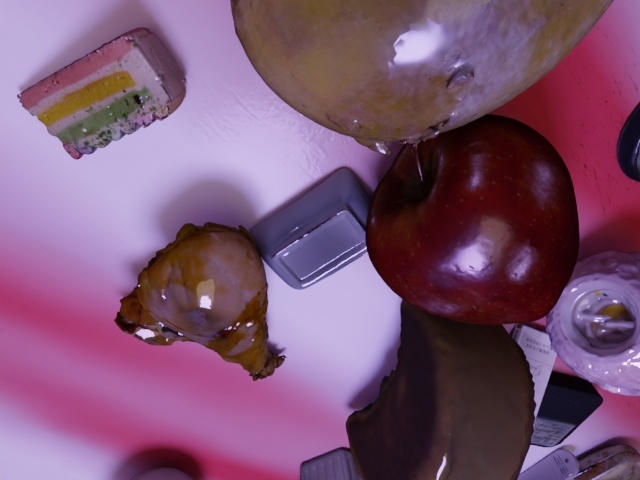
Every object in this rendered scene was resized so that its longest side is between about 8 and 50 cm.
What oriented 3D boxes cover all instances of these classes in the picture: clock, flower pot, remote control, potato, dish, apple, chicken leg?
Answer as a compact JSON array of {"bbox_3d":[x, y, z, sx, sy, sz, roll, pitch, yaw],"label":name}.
[{"bbox_3d":[0.593,-0.173,0.716,0.184,0.040,0.185,-3,121,-5],"label":"clock"},{"bbox_3d":[0.060,0.664,1.065,0.239,0.190,0.209,28,113,-21],"label":"flower pot"},{"bbox_3d":[0.603,0.664,1.195,0.022,0.077,0.245,33,112,-21],"label":"remote control"},{"bbox_3d":[0.112,-0.300,0.429,0.385,0.319,0.442,34,109,-25],"label":"potato"},{"bbox_3d":[0.000,0.000,0.726,0.212,0.077,0.151,-32,119,12],"label":"dish"},{"bbox_3d":[0.218,-0.020,0.632,0.288,0.288,0.317,-43,126,18],"label":"apple"},{"bbox_3d":[-0.197,0.136,0.761,0.295,0.182,0.409,-11,138,11],"label":"chicken leg"}]

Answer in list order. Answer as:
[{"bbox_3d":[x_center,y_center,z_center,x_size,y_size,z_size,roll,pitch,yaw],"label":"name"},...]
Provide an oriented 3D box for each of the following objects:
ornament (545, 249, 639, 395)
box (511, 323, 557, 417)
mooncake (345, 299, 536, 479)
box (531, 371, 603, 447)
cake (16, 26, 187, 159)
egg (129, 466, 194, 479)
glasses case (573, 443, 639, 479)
[{"bbox_3d":[0.554,0.145,0.783,0.225,0.259,0.259,11,121,-34],"label":"ornament"},{"bbox_3d":[0.436,0.286,0.926,0.109,0.029,0.198,21,87,-15],"label":"box"},{"bbox_3d":[0.216,0.324,0.863,0.246,0.393,0.394,15,158,-15],"label":"mooncake"},{"bbox_3d":[0.471,0.392,1.031,0.350,0.058,0.211,17,119,-16],"label":"box"},{"bbox_3d":[-0.289,-0.201,0.594,0.225,0.090,0.109,-14,126,24],"label":"cake"},{"bbox_3d":[-0.390,0.673,0.994,0.230,0.230,0.371,16,123,-16],"label":"egg"},{"bbox_3d":[0.711,0.714,1.227,0.425,0.098,0.156,-41,119,16],"label":"glasses case"}]
